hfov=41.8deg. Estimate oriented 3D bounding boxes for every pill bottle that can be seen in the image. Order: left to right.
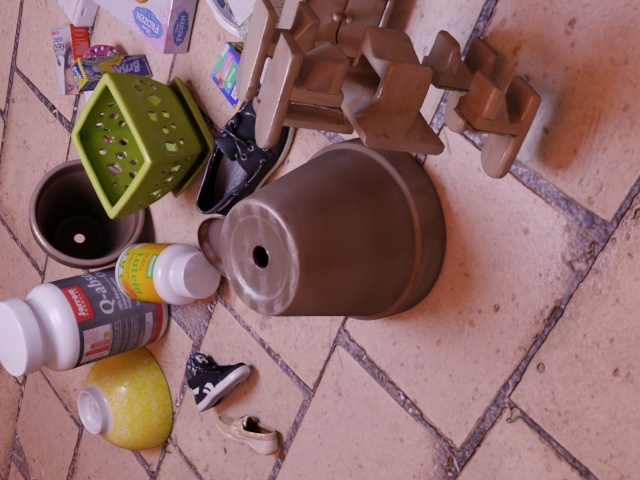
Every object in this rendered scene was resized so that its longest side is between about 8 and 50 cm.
[{"bbox_3d":[-0.560,0.186,1.964,0.210,0.363,0.210,15,111,42],"label":"pill bottle"},{"bbox_3d":[-0.338,0.074,1.869,0.246,0.136,0.136,0,101,46],"label":"pill bottle"}]

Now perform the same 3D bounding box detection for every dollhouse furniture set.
[{"bbox_3d":[0.047,-0.212,1.255,0.394,0.362,0.256,-115,36,-49],"label":"dollhouse furniture set"}]

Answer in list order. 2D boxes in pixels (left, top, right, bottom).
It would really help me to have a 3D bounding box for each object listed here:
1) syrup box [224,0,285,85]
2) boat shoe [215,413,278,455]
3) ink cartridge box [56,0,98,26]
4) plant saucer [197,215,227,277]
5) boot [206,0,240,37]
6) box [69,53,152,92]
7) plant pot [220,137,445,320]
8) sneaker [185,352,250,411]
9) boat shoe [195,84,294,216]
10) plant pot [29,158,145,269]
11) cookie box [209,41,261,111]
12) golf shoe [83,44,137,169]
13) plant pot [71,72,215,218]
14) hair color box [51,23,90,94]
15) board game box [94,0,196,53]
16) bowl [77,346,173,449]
[{"bbox_3d":[-0.080,-0.379,1.509,0.093,0.096,0.236,-35,76,46],"label":"syrup box"},{"bbox_3d":[-0.159,0.411,1.839,0.170,0.063,0.059,16,110,32],"label":"boat shoe"},{"bbox_3d":[-0.582,-0.583,2.002,0.122,0.052,0.088,53,133,23],"label":"ink cartridge box"},{"bbox_3d":[-0.180,0.015,1.734,0.169,0.029,0.168,21,134,24],"label":"plant saucer"},{"bbox_3d":[-0.171,-0.470,1.596,0.190,0.069,0.086,52,135,25],"label":"boot"},{"bbox_3d":[-0.461,-0.371,1.850,0.054,0.169,0.059,-28,81,45],"label":"box"},{"bbox_3d":[0.000,0.000,1.400,0.323,0.280,0.323,13,109,42],"label":"plant pot"},{"bbox_3d":[-0.245,0.294,1.876,0.217,0.079,0.121,-45,70,44],"label":"sneaker"},{"bbox_3d":[-0.159,-0.173,1.635,0.127,0.113,0.340,55,133,20],"label":"boat shoe"},{"bbox_3d":[-0.573,-0.034,2.030,0.263,0.263,0.229,66,153,10],"label":"plant pot"},{"bbox_3d":[-0.161,-0.322,1.648,0.107,0.040,0.092,53,132,20],"label":"cookie box"},{"bbox_3d":[-0.479,-0.295,1.951,0.140,0.115,0.306,-26,78,60],"label":"golf shoe"},{"bbox_3d":[-0.361,-0.206,1.766,0.228,0.207,0.227,-42,71,43],"label":"plant pot"},{"bbox_3d":[-0.611,-0.445,2.069,0.093,0.053,0.167,6,106,44],"label":"hair color box"},{"bbox_3d":[-0.365,-0.603,1.762,0.319,0.066,0.317,39,126,33],"label":"board game box"},{"bbox_3d":[-0.523,0.417,2.142,0.290,0.156,0.289,15,111,42],"label":"bowl"}]
